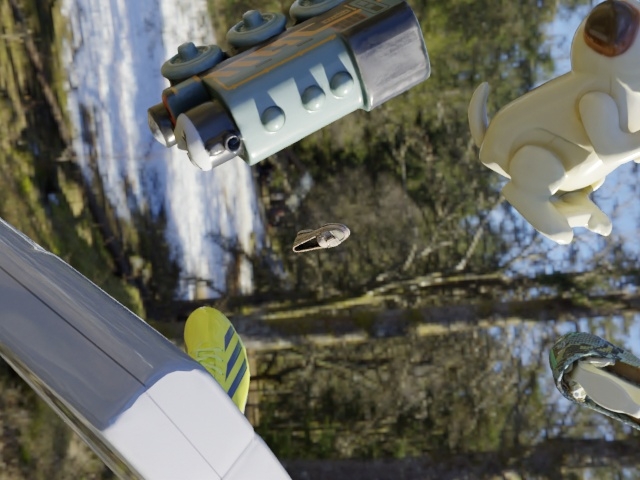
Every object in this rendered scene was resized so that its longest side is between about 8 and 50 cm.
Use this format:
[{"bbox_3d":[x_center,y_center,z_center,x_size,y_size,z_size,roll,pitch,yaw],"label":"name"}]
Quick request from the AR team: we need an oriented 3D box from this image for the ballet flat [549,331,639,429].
[{"bbox_3d":[0.273,0.136,0.728,0.070,0.188,0.070,21,90,-75],"label":"ballet flat"}]

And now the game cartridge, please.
[{"bbox_3d":[-0.086,0.119,0.500,0.062,0.198,0.297,-49,146,-23],"label":"game cartridge"}]

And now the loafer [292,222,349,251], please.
[{"bbox_3d":[0.000,0.000,1.645,0.045,0.125,0.039,52,50,-26],"label":"loafer"}]

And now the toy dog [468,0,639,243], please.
[{"bbox_3d":[0.511,-0.252,1.680,0.395,0.284,0.408,52,-58,33],"label":"toy dog"}]

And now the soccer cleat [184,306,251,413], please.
[{"bbox_3d":[-0.156,0.221,1.259,0.121,0.093,0.289,45,34,-60],"label":"soccer cleat"}]

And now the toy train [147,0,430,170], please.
[{"bbox_3d":[-0.036,-0.190,1.037,0.190,0.334,0.142,40,-26,56],"label":"toy train"}]
